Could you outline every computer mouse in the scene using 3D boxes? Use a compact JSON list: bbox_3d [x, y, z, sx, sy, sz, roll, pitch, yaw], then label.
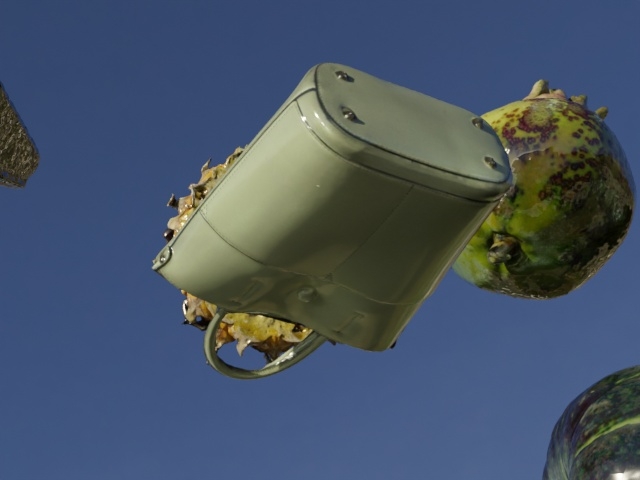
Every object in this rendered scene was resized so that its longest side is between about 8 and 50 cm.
[{"bbox_3d":[-0.366,-0.128,1.854,0.100,0.170,0.269,-47,-17,-11],"label":"computer mouse"}]

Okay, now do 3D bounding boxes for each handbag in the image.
[{"bbox_3d":[0.000,0.000,1.663,0.241,0.109,0.315,19,-48,-25],"label":"handbag"}]

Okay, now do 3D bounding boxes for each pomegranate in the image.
[{"bbox_3d":[0.221,-0.077,2.085,0.222,0.276,0.204,-13,-29,32],"label":"pomegranate"}]

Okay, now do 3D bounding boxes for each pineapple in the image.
[{"bbox_3d":[-0.047,0.013,1.777,0.221,0.221,0.047,-4,-15,-14],"label":"pineapple"}]

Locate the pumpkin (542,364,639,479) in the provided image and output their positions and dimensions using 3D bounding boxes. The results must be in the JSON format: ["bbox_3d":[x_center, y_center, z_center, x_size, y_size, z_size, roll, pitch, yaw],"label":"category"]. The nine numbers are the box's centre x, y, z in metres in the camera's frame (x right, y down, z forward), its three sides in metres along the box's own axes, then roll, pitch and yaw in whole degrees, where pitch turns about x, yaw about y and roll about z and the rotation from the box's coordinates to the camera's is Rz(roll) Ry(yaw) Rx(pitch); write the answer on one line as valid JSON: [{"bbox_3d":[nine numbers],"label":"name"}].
[{"bbox_3d":[0.304,0.254,1.641,0.241,0.323,0.323,8,-38,-2],"label":"pumpkin"}]
